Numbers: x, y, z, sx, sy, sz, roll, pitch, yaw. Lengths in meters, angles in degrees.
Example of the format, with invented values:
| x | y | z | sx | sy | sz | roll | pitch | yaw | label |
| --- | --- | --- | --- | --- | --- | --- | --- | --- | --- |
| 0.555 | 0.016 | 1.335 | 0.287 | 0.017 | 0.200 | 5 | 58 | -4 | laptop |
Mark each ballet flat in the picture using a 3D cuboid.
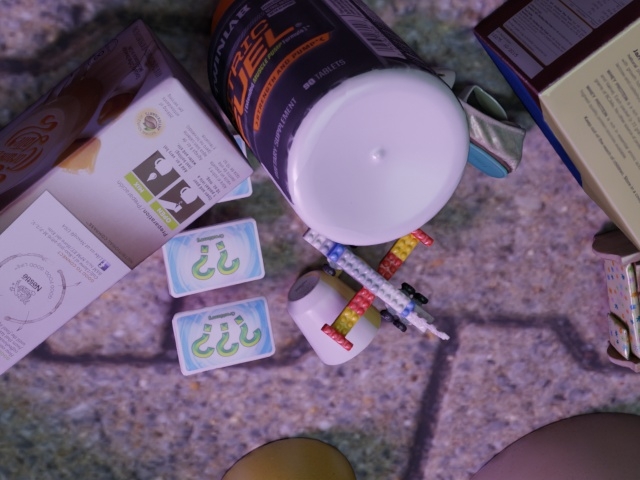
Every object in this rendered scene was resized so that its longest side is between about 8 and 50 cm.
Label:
| x | y | z | sx | sy | sz | roll | pitch | yaw | label |
| --- | --- | --- | --- | --- | --- | --- | --- | --- | --- |
| 0.098 | -0.107 | 1.415 | 0.168 | 0.057 | 0.052 | 33 | 75 | -36 | ballet flat |

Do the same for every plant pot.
| x | y | z | sx | sy | sz | roll | pitch | yaw | label |
| --- | --- | --- | --- | --- | --- | --- | --- | --- | --- |
| 0.267 | 0.327 | 1.633 | 0.284 | 0.191 | 0.284 | -10 | 122 | -16 | plant pot |
| -0.017 | 0.250 | 1.539 | 0.134 | 0.095 | 0.134 | -9 | 120 | -16 | plant pot |

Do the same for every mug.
| x | y | z | sx | sy | sz | roll | pitch | yaw | label |
| --- | --- | --- | --- | --- | --- | --- | --- | --- | --- |
| 0.007 | 0.053 | 1.468 | 0.062 | 0.078 | 0.064 | -24 | 121 | 34 | mug |

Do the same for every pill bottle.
| x | y | z | sx | sy | sz | roll | pitch | yaw | label |
| --- | --- | --- | --- | --- | --- | --- | --- | --- | --- |
| -0.001 | -0.106 | 1.251 | 0.130 | 0.245 | 0.130 | -10 | 120 | -17 | pill bottle |

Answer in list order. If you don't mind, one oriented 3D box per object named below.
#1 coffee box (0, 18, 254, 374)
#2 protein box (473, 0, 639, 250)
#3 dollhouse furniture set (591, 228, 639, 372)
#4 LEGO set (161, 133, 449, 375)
| x | y | z | sx | sy | sz | roll | pitch | yaw | label |
| --- | --- | --- | --- | --- | --- | --- | --- | --- | --- |
| -0.183 | -0.029 | 1.285 | 0.246 | 0.141 | 0.098 | -39 | 117 | 3 | coffee box |
| 0.268 | -0.134 | 1.403 | 0.201 | 0.136 | 0.200 | -38 | 124 | 3 | protein box |
| 0.309 | 0.092 | 1.515 | 0.101 | 0.161 | 0.181 | -16 | 112 | -11 | dollhouse furniture set |
| 0.000 | 0.000 | 1.397 | 0.244 | 0.060 | 0.182 | -11 | 102 | -14 | LEGO set |
